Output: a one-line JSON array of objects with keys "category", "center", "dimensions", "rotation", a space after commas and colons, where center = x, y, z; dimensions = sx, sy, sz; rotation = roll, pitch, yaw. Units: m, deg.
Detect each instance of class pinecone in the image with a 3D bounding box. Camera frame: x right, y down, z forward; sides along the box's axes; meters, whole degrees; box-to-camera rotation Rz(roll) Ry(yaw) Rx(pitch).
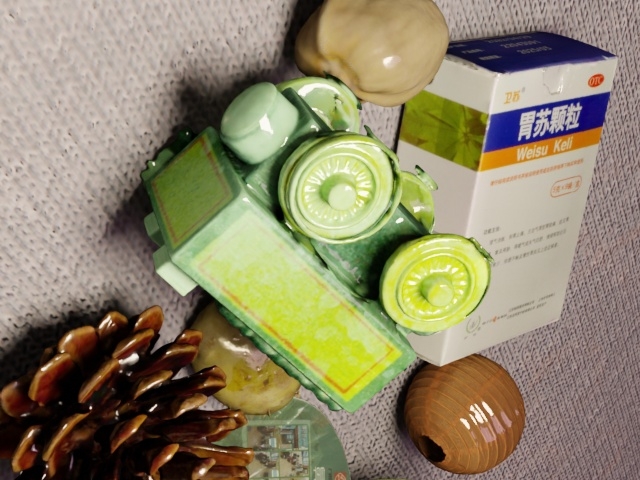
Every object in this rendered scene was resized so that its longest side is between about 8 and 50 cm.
[{"category": "pinecone", "center": [-0.148, 0.157, 0.984], "dimensions": [0.208, 0.208, 0.207], "rotation": [-29, 134, -34]}]

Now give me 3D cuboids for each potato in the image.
[{"category": "potato", "center": [-0.064, 0.107, 1.140], "dimensions": [0.092, 0.070, 0.138], "rotation": [-36, 139, -1]}]

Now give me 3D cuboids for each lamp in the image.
[{"category": "lamp", "center": [0.158, 0.190, 1.408], "dimensions": [0.136, 0.136, 0.136], "rotation": [-29, 134, -34]}]

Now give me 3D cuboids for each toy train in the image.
[{"category": "toy train", "center": [0.000, 0.000, 0.996], "dimensions": [0.188, 0.159, 0.272], "rotation": [-41, 122, 7]}]

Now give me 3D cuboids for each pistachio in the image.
[{"category": "pistachio", "center": [0.045, -0.165, 1.059], "dimensions": [0.149, 0.113, 0.113], "rotation": [-36, 141, -51]}]

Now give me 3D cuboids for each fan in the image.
[{"category": "fan", "center": [-0.078, 0.233, 1.199], "dimensions": [0.294, 0.012, 0.223], "rotation": [35, 65, -23]}]

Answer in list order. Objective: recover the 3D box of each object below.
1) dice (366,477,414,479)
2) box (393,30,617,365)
[{"category": "dice", "center": [0.097, 0.418, 1.338], "dimensions": [0.254, 0.252, 0.249], "rotation": [87, 18, -47]}, {"category": "box", "center": [0.169, -0.045, 1.268], "dimensions": [0.200, 0.106, 0.299], "rotation": [-15, 123, -43]}]
